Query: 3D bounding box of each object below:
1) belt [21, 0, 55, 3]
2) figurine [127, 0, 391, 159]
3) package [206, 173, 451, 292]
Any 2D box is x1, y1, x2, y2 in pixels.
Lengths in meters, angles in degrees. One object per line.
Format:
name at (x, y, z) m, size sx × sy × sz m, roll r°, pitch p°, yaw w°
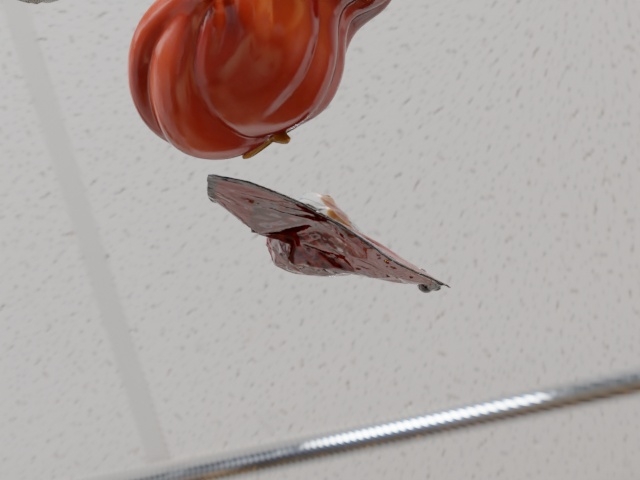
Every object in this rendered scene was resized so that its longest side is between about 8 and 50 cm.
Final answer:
belt at (-0.084, -0.205, 0.515) m, size 0.289 × 0.164 × 0.184 m, roll -19°, pitch -119°, yaw 41°
figurine at (-0.042, -0.196, 0.900) m, size 0.208 × 0.181 × 0.257 m, roll -12°, pitch -122°, yaw -3°
package at (0.000, 0.000, 1.065) m, size 0.194 × 0.269 × 0.071 m, roll 16°, pitch -87°, yaw -3°
